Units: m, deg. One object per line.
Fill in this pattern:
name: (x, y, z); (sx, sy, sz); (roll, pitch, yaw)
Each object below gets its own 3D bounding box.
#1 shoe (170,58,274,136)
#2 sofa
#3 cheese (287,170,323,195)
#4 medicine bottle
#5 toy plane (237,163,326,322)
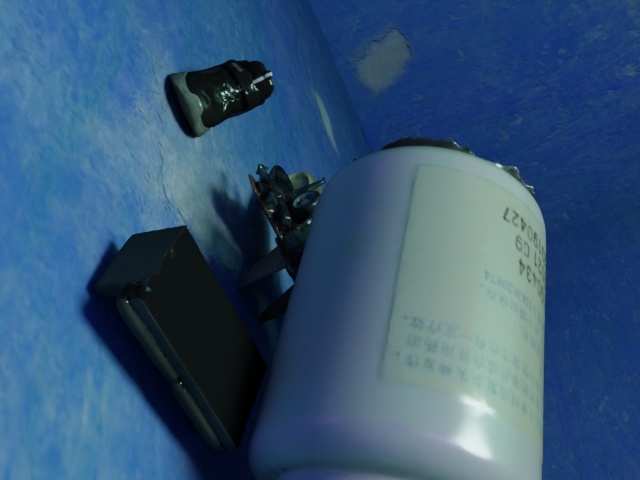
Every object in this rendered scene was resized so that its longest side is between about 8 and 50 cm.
shoe: (-0.097, -0.167, 0.752); (0.169, 0.100, 0.071); (-71, 143, -71)
sofa: (-0.100, 0.072, 0.478); (0.085, 0.060, 0.147); (-73, 146, -51)
cheese: (0.000, 0.000, 1.033); (0.137, 0.065, 0.227); (-95, 163, -45)
medicine bottle: (0.064, 0.119, 0.539); (0.213, 0.214, 0.378); (60, 35, -43)
toy plane: (-0.031, -0.023, 0.817); (0.326, 0.105, 0.222); (-93, 159, -56)
